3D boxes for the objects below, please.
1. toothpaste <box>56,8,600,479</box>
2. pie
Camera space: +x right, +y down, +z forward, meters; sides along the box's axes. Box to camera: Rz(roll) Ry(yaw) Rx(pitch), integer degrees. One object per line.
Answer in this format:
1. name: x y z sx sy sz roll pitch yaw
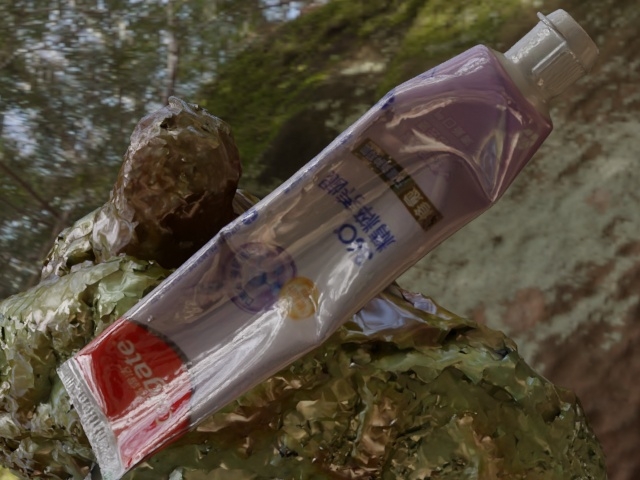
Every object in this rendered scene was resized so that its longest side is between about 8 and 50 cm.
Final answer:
1. toothpaste: 0.000 0.000 0.585 0.301 0.048 0.075 -39 -102 11
2. pie: -0.037 0.146 0.856 0.418 0.395 0.180 39 -133 -10
